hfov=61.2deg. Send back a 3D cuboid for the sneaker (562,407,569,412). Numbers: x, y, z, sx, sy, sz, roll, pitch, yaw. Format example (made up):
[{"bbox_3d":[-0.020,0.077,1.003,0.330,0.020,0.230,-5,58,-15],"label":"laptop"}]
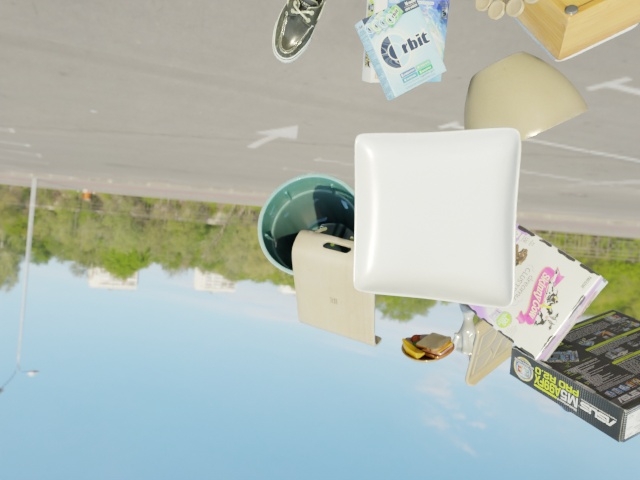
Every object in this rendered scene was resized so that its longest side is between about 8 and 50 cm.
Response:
[{"bbox_3d":[0.519,0.275,1.121,0.069,0.209,0.082,-10,-141,1],"label":"sneaker"}]

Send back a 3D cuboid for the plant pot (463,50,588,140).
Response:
[{"bbox_3d":[0.464,-0.337,1.306,0.284,0.191,0.284,-24,-177,1],"label":"plant pot"}]

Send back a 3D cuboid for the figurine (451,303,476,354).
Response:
[{"bbox_3d":[0.591,0.305,1.960,0.215,0.209,0.092,4,-178,-4],"label":"figurine"}]

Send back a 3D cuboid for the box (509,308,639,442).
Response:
[{"bbox_3d":[0.498,0.212,0.911,0.270,0.060,0.216,-12,-160,-25],"label":"box"}]

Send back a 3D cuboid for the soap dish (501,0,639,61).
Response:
[{"bbox_3d":[0.526,-0.540,1.152,0.229,0.291,0.118,-25,151,-1],"label":"soap dish"}]

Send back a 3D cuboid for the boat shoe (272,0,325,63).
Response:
[{"bbox_3d":[-0.033,-0.447,1.030,0.077,0.219,0.070,25,-169,-6],"label":"boat shoe"}]

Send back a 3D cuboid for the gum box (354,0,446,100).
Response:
[{"bbox_3d":[0.185,-0.438,1.236,0.157,0.184,0.041,-31,-167,-18],"label":"gum box"}]

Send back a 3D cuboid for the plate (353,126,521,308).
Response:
[{"bbox_3d":[0.186,-0.041,0.896,0.278,0.277,0.045,4,-173,31],"label":"plate"}]

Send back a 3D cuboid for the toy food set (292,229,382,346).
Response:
[{"bbox_3d":[0.052,0.123,1.364,0.219,0.306,0.092,15,-140,24],"label":"toy food set"}]

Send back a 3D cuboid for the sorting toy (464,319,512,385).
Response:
[{"bbox_3d":[0.523,0.259,1.548,0.307,0.229,0.041,-26,-140,-30],"label":"sorting toy"}]

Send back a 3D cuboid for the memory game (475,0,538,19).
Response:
[{"bbox_3d":[0.376,-0.529,1.063,0.012,0.186,0.186,0,-177,-44],"label":"memory game"}]

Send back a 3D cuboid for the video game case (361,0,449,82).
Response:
[{"bbox_3d":[0.263,-0.615,1.669,0.269,0.244,0.061,-9,-154,-24],"label":"video game case"}]

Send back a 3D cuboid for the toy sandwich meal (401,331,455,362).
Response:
[{"bbox_3d":[0.170,0.166,0.868,0.085,0.029,0.085,-7,-158,3],"label":"toy sandwich meal"}]

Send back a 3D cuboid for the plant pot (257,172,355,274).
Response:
[{"bbox_3d":[0.000,0.000,1.823,0.341,0.341,0.334,5,162,13],"label":"plant pot"}]

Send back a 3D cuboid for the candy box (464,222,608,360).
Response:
[{"bbox_3d":[0.333,0.074,0.897,0.196,0.165,0.070,40,-168,35],"label":"candy box"}]
